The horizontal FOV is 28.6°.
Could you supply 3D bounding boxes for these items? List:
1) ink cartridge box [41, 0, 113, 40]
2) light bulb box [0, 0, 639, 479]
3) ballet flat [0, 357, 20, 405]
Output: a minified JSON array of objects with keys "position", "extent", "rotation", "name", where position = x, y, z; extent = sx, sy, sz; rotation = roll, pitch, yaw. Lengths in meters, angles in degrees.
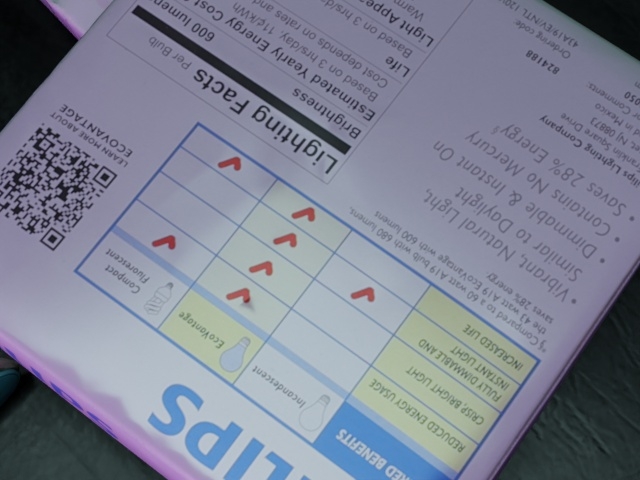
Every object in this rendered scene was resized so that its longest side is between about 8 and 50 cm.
[{"position":[-0.155,-0.254,0.999],"extent":[0.189,0.066,0.232],"rotation":[-42,80,-11],"name":"ink cartridge box"},{"position":[0.000,0.000,0.820],"extent":[0.358,0.225,0.361],"rotation":[35,77,11],"name":"light bulb box"},{"position":[-0.286,0.132,0.876],"extent":[0.168,0.057,0.052],"rotation":[-44,66,-12],"name":"ballet flat"}]
